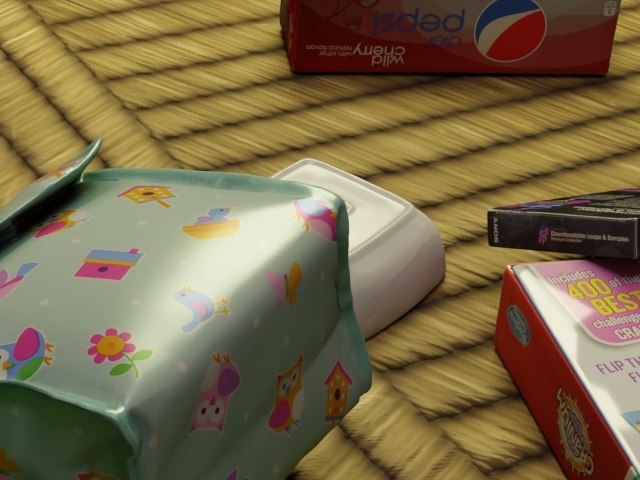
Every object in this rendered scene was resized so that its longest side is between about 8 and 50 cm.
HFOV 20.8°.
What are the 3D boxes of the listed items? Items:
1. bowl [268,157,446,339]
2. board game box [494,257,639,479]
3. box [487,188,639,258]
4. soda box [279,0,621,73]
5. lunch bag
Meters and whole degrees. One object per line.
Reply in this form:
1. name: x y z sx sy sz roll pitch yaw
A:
1. bowl: 0.000 0.000 1.128 0.142 0.053 0.142 27 39 26
2. board game box: 0.264 0.117 0.982 0.242 0.064 0.316 -4 34 -15
3. box: 0.202 -0.013 1.132 0.116 0.029 0.162 5 8 45
4. soda box: 0.103 -0.189 1.403 0.263 0.083 0.092 -1 33 -9
5. lunch bag: -0.138 0.058 0.927 0.262 0.160 0.223 12 35 29
